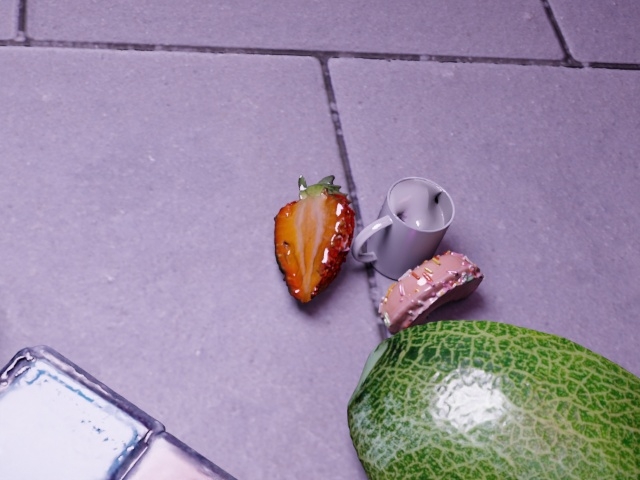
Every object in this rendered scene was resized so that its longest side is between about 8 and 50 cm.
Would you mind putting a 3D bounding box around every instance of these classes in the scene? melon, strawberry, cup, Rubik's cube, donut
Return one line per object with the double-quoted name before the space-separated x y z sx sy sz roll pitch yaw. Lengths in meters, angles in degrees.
"melon" 0.202 0.256 1.121 0.343 0.226 0.331 26 88 0
"strawberry" 0.001 -0.003 1.297 0.085 0.140 0.192 29 22 -41
"cup" 0.111 -0.018 1.319 0.136 0.133 0.099 6 54 -10
"Rubik's cube" -0.245 0.349 0.849 0.313 0.316 0.318 31 52 10
"donut" 0.161 0.063 1.286 0.166 0.117 0.065 -25 69 -29
